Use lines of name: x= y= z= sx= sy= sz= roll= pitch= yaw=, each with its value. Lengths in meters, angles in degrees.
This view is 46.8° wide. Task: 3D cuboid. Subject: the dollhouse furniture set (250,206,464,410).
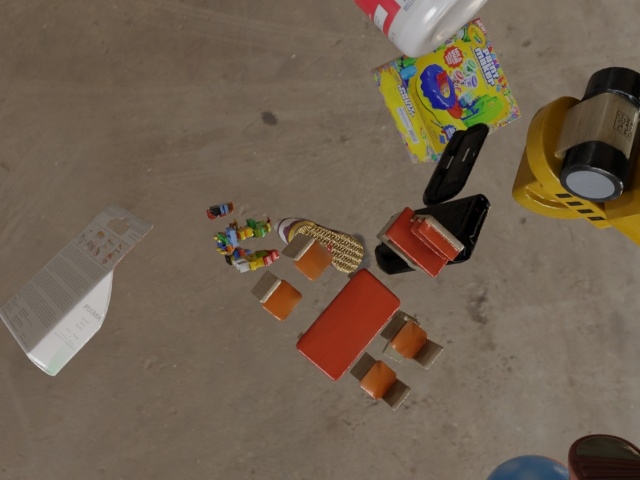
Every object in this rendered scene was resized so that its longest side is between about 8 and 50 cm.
dollhouse furniture set: x=0.075 y=0.079 z=1.059 sx=0.262 sy=0.135 sz=0.259 roll=41 pitch=84 yaw=-12

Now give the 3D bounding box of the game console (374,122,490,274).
game console: x=0.239 y=-0.090 z=1.377 sx=0.044 sy=0.213 sz=0.361 roll=45 pitch=55 yaw=-26

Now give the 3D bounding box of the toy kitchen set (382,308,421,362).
toy kitchen set: x=0.115 y=0.149 z=1.243 sx=0.068 sy=0.083 sz=0.075 roll=29 pitch=90 yaw=-7

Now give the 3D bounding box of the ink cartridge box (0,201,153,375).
ink cartridge box: x=-0.322 y=0.056 z=1.006 sx=0.225 sy=0.181 sz=0.056 roll=-46 pitch=123 yaw=-15

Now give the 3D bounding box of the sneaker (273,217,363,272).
sneaker: x=0.000 y=0.000 z=1.323 sx=0.185 sy=0.084 sz=0.069 roll=27 pitch=93 yaw=-44

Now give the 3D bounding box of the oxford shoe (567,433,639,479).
oxford shoe: x=0.349 y=0.373 z=0.786 sx=0.123 sy=0.348 sz=0.130 roll=-1 pitch=120 yaw=6

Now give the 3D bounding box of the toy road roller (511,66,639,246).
toy road roller: x=0.476 y=-0.108 z=1.223 sx=0.329 sy=0.240 sz=0.202 roll=31 pitch=67 yaw=-19

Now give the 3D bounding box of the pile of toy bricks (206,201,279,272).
pile of toy bricks: x=-0.140 y=-0.017 z=1.422 sx=0.105 sy=0.212 sz=0.118 roll=-17 pitch=107 yaw=-18

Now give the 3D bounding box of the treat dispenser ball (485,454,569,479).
treat dispenser ball: x=0.543 y=0.687 z=1.861 sx=0.288 sy=0.288 sz=0.288 roll=6 pitch=78 yaw=-30

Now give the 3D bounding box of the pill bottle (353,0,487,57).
pill bottle: x=0.094 y=-0.518 z=1.211 sx=0.229 sy=0.229 sz=0.408 roll=-39 pitch=83 yaw=-30

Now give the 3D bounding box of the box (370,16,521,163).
box: x=0.340 y=-0.402 z=2.015 sx=0.279 sy=0.177 sz=0.290 roll=-30 pitch=102 yaw=-14
